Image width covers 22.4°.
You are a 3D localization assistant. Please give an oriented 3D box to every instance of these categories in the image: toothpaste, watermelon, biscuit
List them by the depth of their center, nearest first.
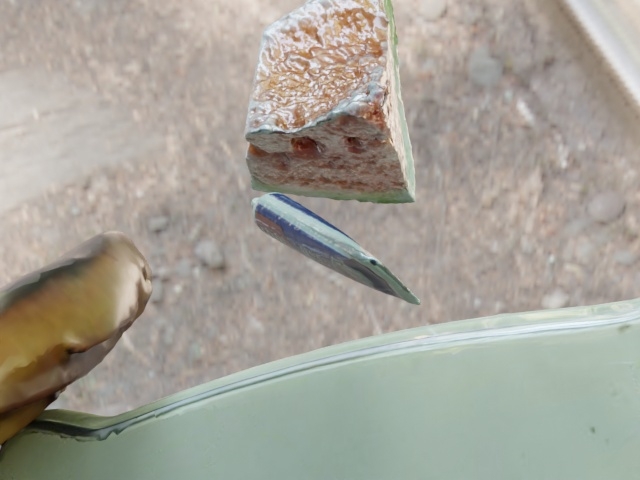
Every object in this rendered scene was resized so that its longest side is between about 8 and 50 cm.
[{"bbox_3d":[-0.188,0.097,0.534,0.318,0.318,0.040,-35,94,-21],"label":"biscuit"},{"bbox_3d":[0.000,0.000,0.742,0.021,0.037,0.140,-52,31,-5],"label":"toothpaste"},{"bbox_3d":[0.003,-0.055,0.878,0.098,0.121,0.158,-10,30,3],"label":"watermelon"}]

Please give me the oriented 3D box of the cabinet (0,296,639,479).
[{"bbox_3d":[0.098,0.171,0.552,0.290,0.318,0.227,-15,68,31],"label":"cabinet"}]
